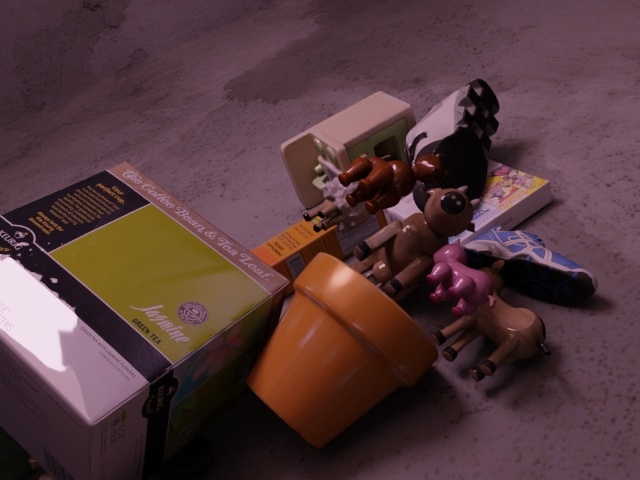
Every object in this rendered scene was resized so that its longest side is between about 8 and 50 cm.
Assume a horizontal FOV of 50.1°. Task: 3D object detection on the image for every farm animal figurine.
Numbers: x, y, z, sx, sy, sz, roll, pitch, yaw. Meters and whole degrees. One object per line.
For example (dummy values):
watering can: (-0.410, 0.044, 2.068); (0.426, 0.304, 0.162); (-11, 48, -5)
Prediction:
farm animal figurine: (0.156, 0.018, 0.950); (0.172, 0.330, 0.327); (-32, 2, -22)

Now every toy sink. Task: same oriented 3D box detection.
toy sink: (0.067, -0.153, 1.299); (0.234, 0.153, 0.131); (-29, 34, -12)

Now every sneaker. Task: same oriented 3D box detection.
sneaker: (0.299, 0.025, 0.974); (0.081, 0.080, 0.211); (-41, 38, -22)
sneaker: (0.202, -0.139, 1.172); (0.146, 0.122, 0.330); (-20, 27, 41)

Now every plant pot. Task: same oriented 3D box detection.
plant pot: (0.013, 0.151, 0.877); (0.188, 0.205, 0.205); (-48, 38, -10)

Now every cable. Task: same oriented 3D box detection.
cable: (-0.280, 0.310, 0.961); (0.287, 0.072, 0.139); (-5, 18, 5)

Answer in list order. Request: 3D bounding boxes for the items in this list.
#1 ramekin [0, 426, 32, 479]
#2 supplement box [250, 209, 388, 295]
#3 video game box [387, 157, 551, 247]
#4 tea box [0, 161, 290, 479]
ramekin: (-0.560, 0.239, 1.019); (0.303, 0.148, 0.303); (-5, 56, 8)
supplement box: (0.000, 0.000, 1.189); (0.233, 0.080, 0.078); (-31, 36, -16)
video game box: (0.248, -0.060, 1.156); (0.205, 0.048, 0.187); (-32, 31, -15)
tea box: (-0.275, 0.108, 0.904); (0.329, 0.220, 0.323); (35, 44, 22)
